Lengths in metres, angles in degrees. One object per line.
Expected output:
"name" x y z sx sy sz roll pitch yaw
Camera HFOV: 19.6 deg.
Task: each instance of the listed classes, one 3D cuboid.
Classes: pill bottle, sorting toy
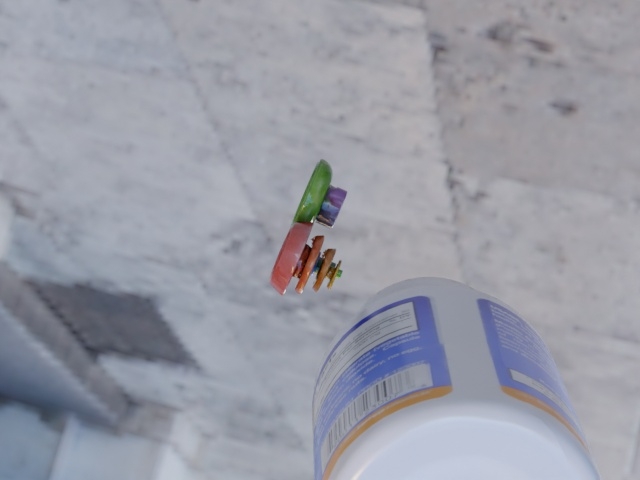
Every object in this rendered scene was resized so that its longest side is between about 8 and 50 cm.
"pill bottle" 0.071 0.114 1.062 0.152 0.152 0.272 17 -165 -5
"sorting toy" 0.000 0.000 1.148 0.042 0.102 0.061 23 139 -2
